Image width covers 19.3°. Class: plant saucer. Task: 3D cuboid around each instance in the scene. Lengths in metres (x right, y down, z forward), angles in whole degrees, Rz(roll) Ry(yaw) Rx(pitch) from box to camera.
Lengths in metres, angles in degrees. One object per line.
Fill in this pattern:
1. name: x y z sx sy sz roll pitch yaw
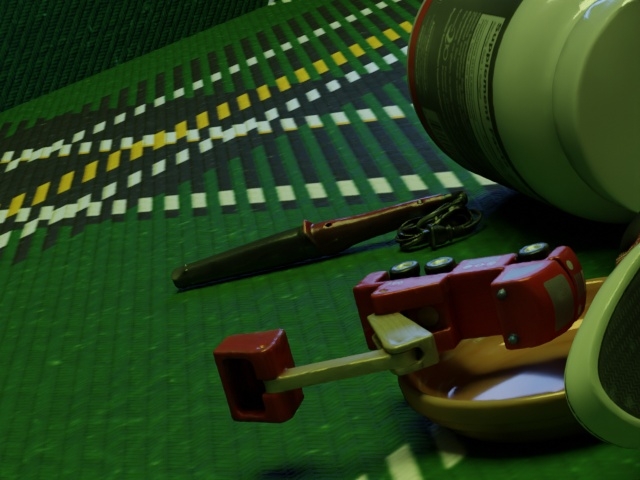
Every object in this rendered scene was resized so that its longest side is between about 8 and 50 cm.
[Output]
1. plant saucer: 0.146 0.071 1.105 0.200 0.037 0.200 -15 14 4

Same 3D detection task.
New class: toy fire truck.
1. toy fire truck: 0.049 0.054 1.102 0.192 0.047 0.135 -8 16 28

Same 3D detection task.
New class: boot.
1. boot: 0.182 0.035 0.996 0.244 0.088 0.176 -47 1 -31

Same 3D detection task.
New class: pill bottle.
1. pill bottle: 0.212 -0.126 1.458 0.210 0.210 0.363 -18 14 -11

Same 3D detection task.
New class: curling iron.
1. curling iron: 0.000 0.000 1.564 0.274 0.035 0.068 -11 14 19
